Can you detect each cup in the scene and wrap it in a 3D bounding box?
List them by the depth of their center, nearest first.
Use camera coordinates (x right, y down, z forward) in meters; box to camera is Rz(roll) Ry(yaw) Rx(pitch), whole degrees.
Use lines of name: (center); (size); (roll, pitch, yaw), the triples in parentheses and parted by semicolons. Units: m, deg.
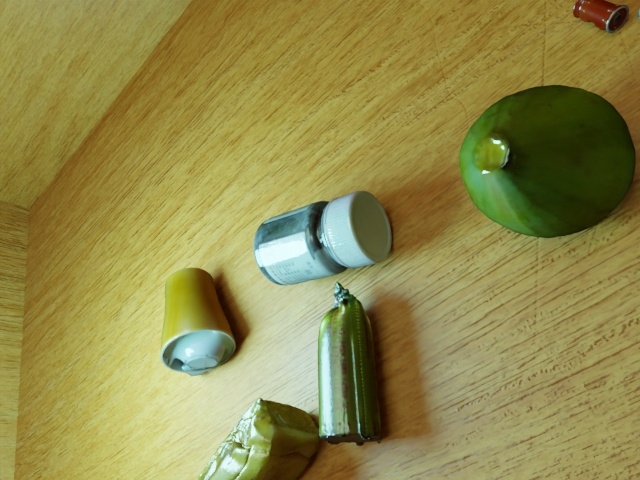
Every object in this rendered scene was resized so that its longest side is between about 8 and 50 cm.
cup: (-0.334, 0.221, 1.312); (0.264, 0.182, 0.226); (-112, 29, -43)

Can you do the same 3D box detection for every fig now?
fig: (0.328, -0.118, 0.748); (0.239, 0.271, 0.239); (6, 99, 41)

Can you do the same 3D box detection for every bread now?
bread: (-0.141, 0.467, 1.021); (0.294, 0.167, 0.132); (-54, 47, 12)

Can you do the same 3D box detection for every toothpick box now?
toothpick box: (0.486, -0.399, 0.866); (0.047, 0.047, 0.083); (-49, 47, 17)

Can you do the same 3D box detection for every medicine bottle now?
medicine bottle: (0.000, 0.000, 1.075); (0.273, 0.165, 0.165); (-14, 65, 38)

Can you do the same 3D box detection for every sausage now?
sausage: (0.049, 0.229, 0.968); (0.117, 0.125, 0.317); (-3, 67, -1)

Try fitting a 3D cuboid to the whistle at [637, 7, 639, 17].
whistle: (0.602, -0.315, 0.680); (0.189, 0.189, 0.348); (-51, 26, 15)
